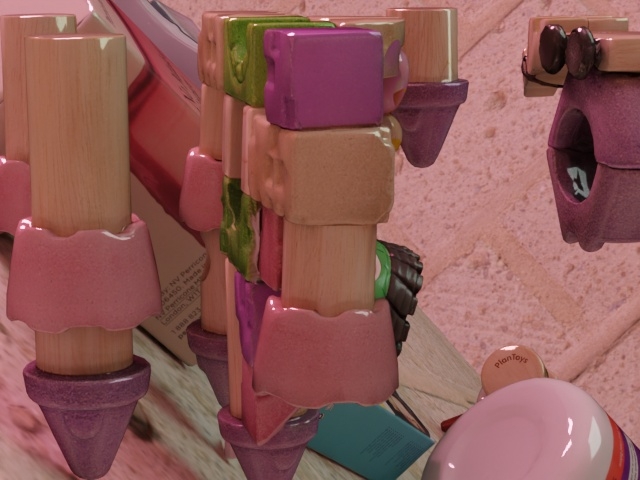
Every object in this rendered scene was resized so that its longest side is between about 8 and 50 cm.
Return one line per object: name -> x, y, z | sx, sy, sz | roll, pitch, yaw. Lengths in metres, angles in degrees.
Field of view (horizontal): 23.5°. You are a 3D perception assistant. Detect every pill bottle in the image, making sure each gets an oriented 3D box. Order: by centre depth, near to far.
pill bottle -> 0.240, 0.275, 1.313 | 0.323, 0.181, 0.181 | 46, 5, -26

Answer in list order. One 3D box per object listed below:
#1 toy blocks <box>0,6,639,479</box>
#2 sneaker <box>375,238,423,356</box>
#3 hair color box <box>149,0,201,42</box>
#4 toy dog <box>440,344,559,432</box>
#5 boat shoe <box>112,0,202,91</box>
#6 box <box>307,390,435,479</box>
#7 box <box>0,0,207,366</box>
toy blocks -> -0.007, 0.018, 0.779 | 0.288, 0.309, 0.260 | -144, -128, -73
sneaker -> -0.025, 0.009, 1.435 | 0.146, 0.134, 0.343 | 19, 3, -19
hair color box -> -0.167, -0.194, 1.974 | 0.185, 0.113, 0.374 | 49, 5, -2
toy dog -> 0.259, 0.288, 1.907 | 0.220, 0.161, 0.334 | 54, 13, -39
boat shoe -> -0.138, -0.125, 1.286 | 0.367, 0.136, 0.156 | 29, -11, 10
box -> 0.003, 0.117, 1.199 | 0.100, 0.060, 0.244 | 50, 5, 29
box -> -0.129, -0.055, 0.991 | 0.232, 0.127, 0.148 | 45, 5, -35
